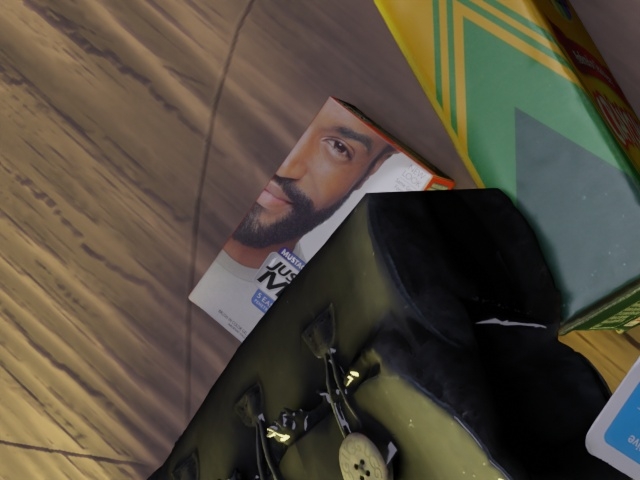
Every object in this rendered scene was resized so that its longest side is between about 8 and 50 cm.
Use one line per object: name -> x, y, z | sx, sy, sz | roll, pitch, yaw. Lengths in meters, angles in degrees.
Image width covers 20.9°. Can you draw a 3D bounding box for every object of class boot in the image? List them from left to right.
boot -> 0.029, 0.229, 0.986 | 0.445, 0.146, 0.367 | -45, 72, 39

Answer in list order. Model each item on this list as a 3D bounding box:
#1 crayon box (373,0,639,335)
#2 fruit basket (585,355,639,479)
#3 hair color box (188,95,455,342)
crayon box -> 0.117, -0.101, 1.030 | 0.081, 0.202, 0.318 | -32, 78, 16
fruit basket -> 0.345, 0.033, 0.884 | 0.353, 0.327, 0.165 | -58, 29, -3
hair color box -> 0.000, 0.000, 1.149 | 0.093, 0.053, 0.167 | 38, 100, 19
